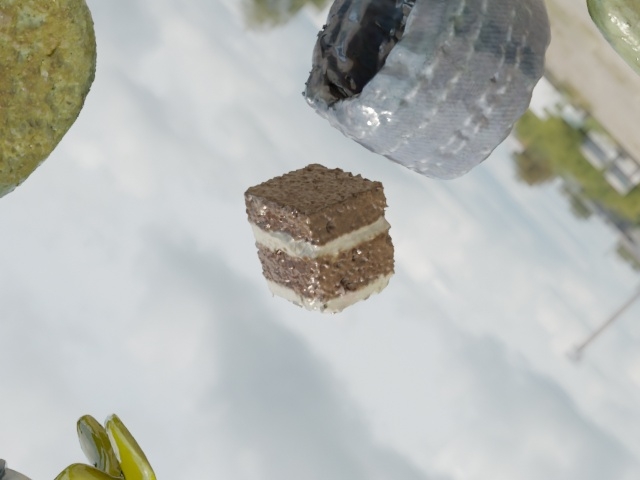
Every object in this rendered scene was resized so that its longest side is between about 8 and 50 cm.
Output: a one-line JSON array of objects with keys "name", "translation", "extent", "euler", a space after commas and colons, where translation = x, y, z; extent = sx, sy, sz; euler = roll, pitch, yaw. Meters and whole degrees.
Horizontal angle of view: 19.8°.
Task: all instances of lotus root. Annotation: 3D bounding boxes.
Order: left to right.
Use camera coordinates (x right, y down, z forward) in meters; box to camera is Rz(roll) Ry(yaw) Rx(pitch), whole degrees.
[{"name": "lotus root", "translation": [0.321, -0.195, 1.716], "extent": [0.183, 0.090, 0.077], "euler": [45, 166, -27]}]

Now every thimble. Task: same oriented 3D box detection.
[{"name": "thimble", "translation": [0.105, -0.192, 1.855], "extent": [0.172, 0.236, 0.205], "euler": [25, -169, -29]}]

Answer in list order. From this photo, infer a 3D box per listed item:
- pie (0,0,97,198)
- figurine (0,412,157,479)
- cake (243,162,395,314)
[{"name": "pie", "translation": [-0.309, -0.143, 1.508], "extent": [0.078, 0.277, 0.277], "euler": [33, 176, 46]}, {"name": "figurine", "translation": [-0.343, 0.205, 1.524], "extent": [0.283, 0.338, 0.204], "euler": [56, 162, 6]}, {"name": "cake", "translation": [0.000, 0.000, 2.152], "extent": [0.135, 0.134, 0.147], "euler": [24, 126, 49]}]
